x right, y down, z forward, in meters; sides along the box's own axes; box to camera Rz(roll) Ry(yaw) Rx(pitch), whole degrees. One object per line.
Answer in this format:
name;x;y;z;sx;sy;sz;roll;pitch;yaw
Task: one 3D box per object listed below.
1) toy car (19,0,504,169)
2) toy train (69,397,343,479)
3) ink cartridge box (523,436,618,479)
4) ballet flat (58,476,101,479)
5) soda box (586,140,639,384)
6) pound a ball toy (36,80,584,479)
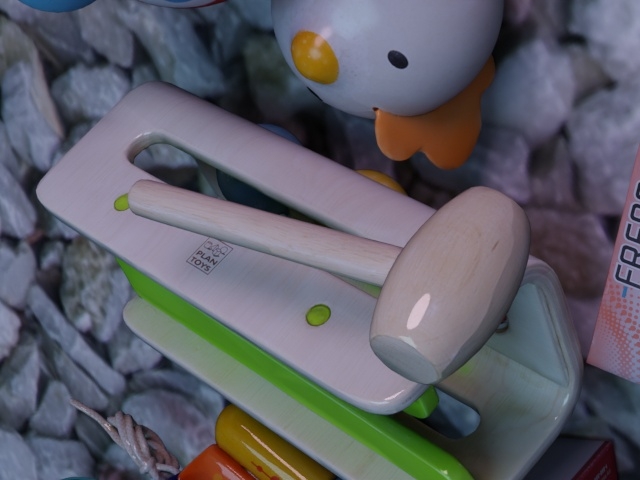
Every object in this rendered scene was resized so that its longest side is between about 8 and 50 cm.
toy car;0.003;-0.128;0.622;0.219;0.210;0.238;-20;107;49
toy train;-0.047;0.122;0.807;0.248;0.105;0.143;37;114;20
ink cartridge box;0.113;0.208;0.699;0.072;0.127;0.175;-2;106;34
ballet flat;-0.094;0.242;0.899;0.248;0.086;0.086;21;118;27
soda box;0.179;-0.018;0.612;0.063;0.058;0.183;22;119;28
pound a ball toy;0.000;0.000;0.641;0.319;0.136;0.208;27;155;39
